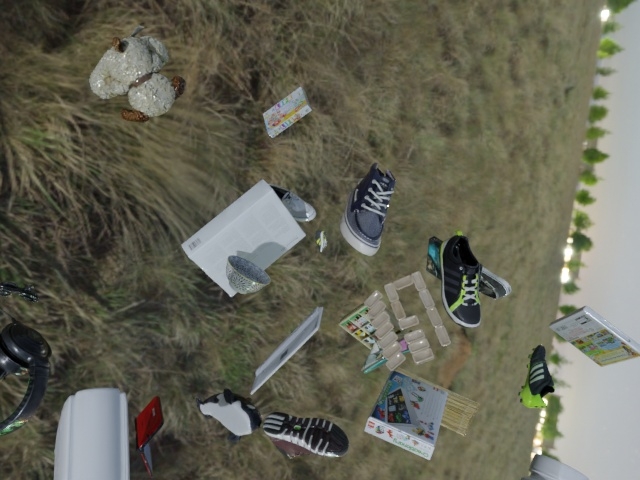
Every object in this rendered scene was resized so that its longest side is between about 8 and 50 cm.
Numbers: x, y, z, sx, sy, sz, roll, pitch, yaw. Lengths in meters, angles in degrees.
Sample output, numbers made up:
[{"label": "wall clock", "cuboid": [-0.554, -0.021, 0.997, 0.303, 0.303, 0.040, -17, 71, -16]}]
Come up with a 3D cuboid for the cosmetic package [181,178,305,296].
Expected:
[{"label": "cosmetic package", "cuboid": [-0.274, -0.002, 1.902, 0.377, 0.097, 0.284, -39, 134, -5]}]

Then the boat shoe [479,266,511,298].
[{"label": "boat shoe", "cuboid": [0.549, 0.139, 1.765, 0.070, 0.219, 0.077, -25, 114, -18]}]

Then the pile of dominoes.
[{"label": "pile of dominoes", "cuboid": [0.250, 0.239, 1.512, 0.040, 0.196, 0.251, 57, 12, -65]}]

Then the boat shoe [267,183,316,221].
[{"label": "boat shoe", "cuboid": [-0.136, -0.162, 2.169, 0.095, 0.258, 0.084, -56, 154, -22]}]

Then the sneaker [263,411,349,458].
[{"label": "sneaker", "cuboid": [-0.037, 0.638, 1.622, 0.106, 0.281, 0.162, -57, 149, -43]}]

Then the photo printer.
[{"label": "photo printer", "cuboid": [-0.380, 0.434, 0.846, 0.256, 0.107, 0.307, -54, -139, 44]}]

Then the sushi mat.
[{"label": "sushi mat", "cuboid": [0.370, 0.545, 1.763, 0.151, 0.317, 0.019, -40, 137, -41]}]

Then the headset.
[{"label": "headset", "cuboid": [-0.797, 0.293, 1.319, 0.185, 0.243, 0.394, 50, 23, -66]}]

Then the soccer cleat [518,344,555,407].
[{"label": "soccer cleat", "cuboid": [0.545, 0.337, 1.271, 0.179, 0.072, 0.060, -57, 133, -36]}]

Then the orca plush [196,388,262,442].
[{"label": "orca plush", "cuboid": [-0.246, 0.500, 1.501, 0.102, 0.287, 0.151, -9, 78, -42]}]

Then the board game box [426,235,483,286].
[{"label": "board game box", "cuboid": [0.393, 0.082, 1.527, 0.026, 0.186, 0.126, -24, 130, -28]}]

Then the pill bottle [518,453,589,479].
[{"label": "pill bottle", "cuboid": [0.546, 0.691, 1.267, 0.283, 0.161, 0.161, -60, 149, -18]}]

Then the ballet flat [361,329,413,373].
[{"label": "ballet flat", "cuboid": [0.219, 0.352, 1.659, 0.077, 0.221, 0.079, 14, 49, -60]}]

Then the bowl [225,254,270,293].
[{"label": "bowl", "cuboid": [-0.265, 0.131, 1.773, 0.080, 0.170, 0.170, -57, 158, 13]}]

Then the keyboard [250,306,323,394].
[{"label": "keyboard", "cuboid": [-0.075, 0.238, 1.100, 0.256, 0.014, 0.072, -49, -161, 28]}]

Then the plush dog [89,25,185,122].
[{"label": "plush dog", "cuboid": [-0.529, -0.477, 1.530, 0.262, 0.210, 0.225, -40, 103, -13]}]

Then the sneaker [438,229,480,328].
[{"label": "sneaker", "cuboid": [0.337, 0.090, 1.225, 0.097, 0.084, 0.234, 122, -40, -66]}]

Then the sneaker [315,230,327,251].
[{"label": "sneaker", "cuboid": [0.000, 0.000, 1.678, 0.031, 0.035, 0.083, -42, 144, -45]}]

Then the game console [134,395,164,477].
[{"label": "game console", "cuboid": [-0.403, 0.473, 1.251, 0.085, 0.144, 0.124, 44, 83, -23]}]

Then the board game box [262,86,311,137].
[{"label": "board game box", "cuboid": [-0.106, -0.402, 1.611, 0.026, 0.154, 0.103, 40, 25, -45]}]

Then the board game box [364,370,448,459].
[{"label": "board game box", "cuboid": [0.266, 0.509, 1.542, 0.305, 0.193, 0.053, -31, 137, -66]}]

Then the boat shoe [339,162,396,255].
[{"label": "boat shoe", "cuboid": [0.145, -0.105, 1.478, 0.158, 0.127, 0.340, -56, -163, 27]}]

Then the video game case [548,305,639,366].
[{"label": "video game case", "cuboid": [0.849, 0.301, 1.593, 0.026, 0.206, 0.227, -47, 167, -18]}]

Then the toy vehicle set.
[{"label": "toy vehicle set", "cuboid": [0.187, 0.310, 1.892, 0.035, 0.166, 0.267, -54, -178, -32]}]
